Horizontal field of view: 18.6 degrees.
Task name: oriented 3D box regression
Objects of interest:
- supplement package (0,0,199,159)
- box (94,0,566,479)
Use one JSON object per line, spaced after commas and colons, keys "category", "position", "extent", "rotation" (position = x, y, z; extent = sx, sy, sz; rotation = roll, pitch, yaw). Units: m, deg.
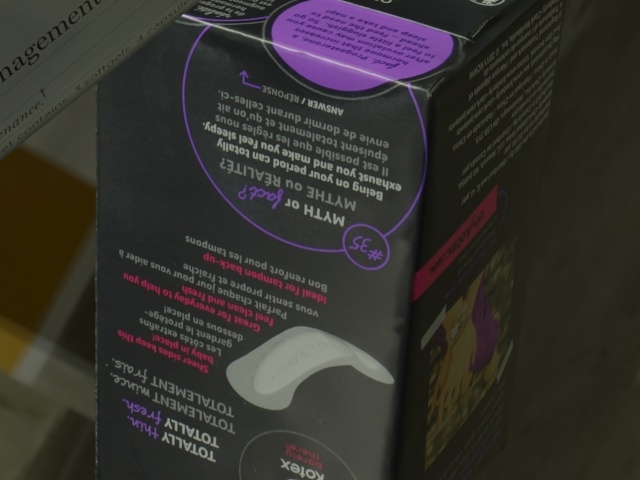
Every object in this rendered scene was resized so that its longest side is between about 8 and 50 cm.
{"category": "supplement package", "position": [-0.141, -0.124, 0.508], "extent": [0.194, 0.149, 0.203], "rotation": [-42, -30, -16]}
{"category": "box", "position": [0.000, 0.000, 0.901], "extent": [0.143, 0.165, 0.270], "rotation": [-42, -35, -49]}
